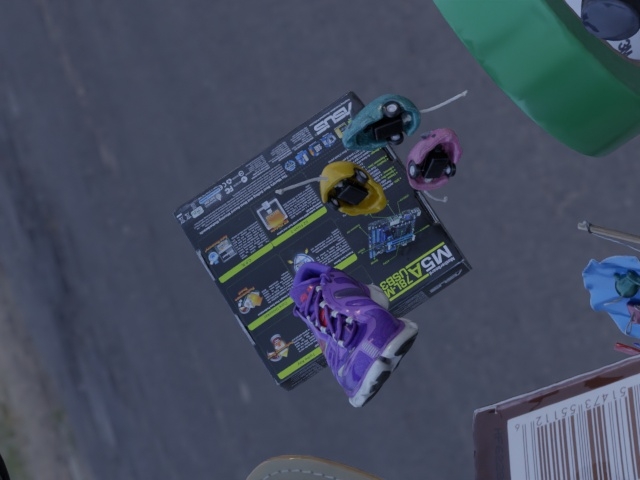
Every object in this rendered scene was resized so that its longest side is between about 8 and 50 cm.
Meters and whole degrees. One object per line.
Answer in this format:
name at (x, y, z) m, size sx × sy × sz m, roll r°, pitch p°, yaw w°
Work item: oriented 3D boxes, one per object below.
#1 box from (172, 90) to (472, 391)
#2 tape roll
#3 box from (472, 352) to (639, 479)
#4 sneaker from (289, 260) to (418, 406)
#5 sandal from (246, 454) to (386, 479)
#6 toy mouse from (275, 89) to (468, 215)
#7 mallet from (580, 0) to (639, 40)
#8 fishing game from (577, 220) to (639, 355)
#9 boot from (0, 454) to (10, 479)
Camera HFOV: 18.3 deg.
box at (0.000, 0.000, 1.669) m, size 0.184 × 0.190 × 0.045 m, roll 57°, pitch -176°, yaw 16°
tape roll at (0.180, -0.222, 1.669) m, size 0.321 × 0.077 × 0.321 m, roll 42°, pitch -154°, yaw -26°
box at (0.301, 0.233, 1.555) m, size 0.381 × 0.191 × 0.143 m, roll 39°, pitch -141°, yaw -41°
sneaker at (0.012, 0.058, 1.324) m, size 0.071 × 0.068 × 0.170 m, roll 35°, pitch -176°, yaw -18°
sandal at (0.073, 0.175, 1.043) m, size 0.079 × 0.240 × 0.088 m, roll -47°, pitch -19°, yaw -71°
toy mouse at (0.062, -0.076, 1.532) m, size 0.143 × 0.161 × 0.031 m, roll -48°, pitch 46°, yaw 27°
mallet at (0.182, -0.181, 1.091) m, size 0.190 × 0.039 × 0.062 m, roll 104°, pitch -178°, yaw -63°
fishing game at (0.336, 0.075, 1.902) m, size 0.189 × 0.041 × 0.264 m, roll 18°, pitch 156°, yaw 22°
boot at (-0.221, 0.279, 1.346) m, size 0.260 × 0.131 × 0.348 m, roll 37°, pitch 149°, yaw 59°
